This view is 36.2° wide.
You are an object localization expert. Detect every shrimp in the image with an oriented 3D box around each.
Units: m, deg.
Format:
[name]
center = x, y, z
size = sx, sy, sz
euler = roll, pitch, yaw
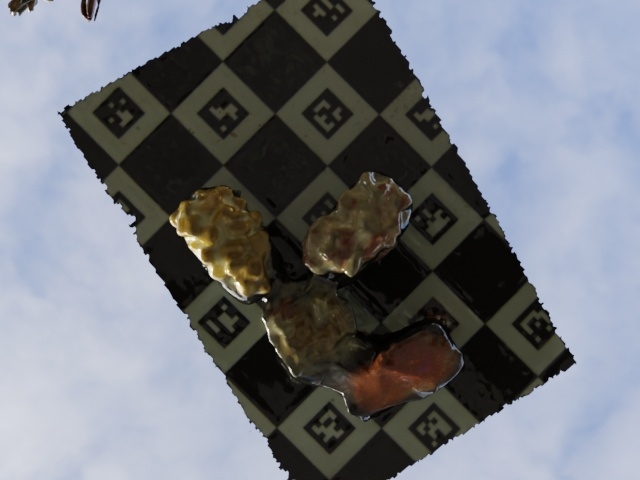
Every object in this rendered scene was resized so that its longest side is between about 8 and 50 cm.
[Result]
[shrimp]
center = -0.281, -0.276, 1.066
size = 0.034, 0.124, 0.178
euler = 6, -124, 17

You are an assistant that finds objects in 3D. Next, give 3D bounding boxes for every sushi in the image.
[sushi]
center = 0.000, 0.000, 0.542
size = 0.192, 0.043, 0.280
euler = -29, -91, -1
